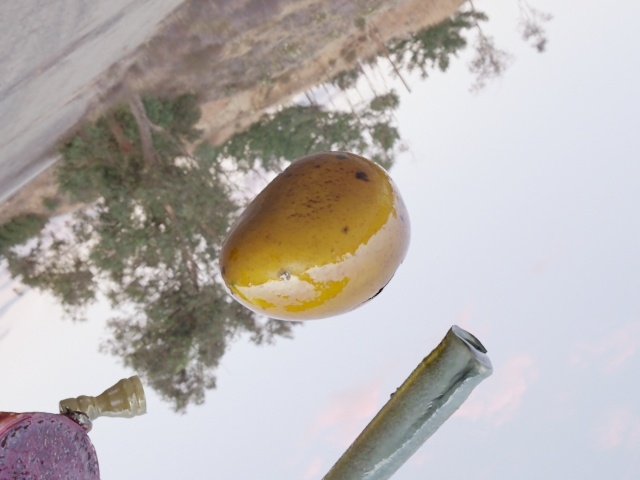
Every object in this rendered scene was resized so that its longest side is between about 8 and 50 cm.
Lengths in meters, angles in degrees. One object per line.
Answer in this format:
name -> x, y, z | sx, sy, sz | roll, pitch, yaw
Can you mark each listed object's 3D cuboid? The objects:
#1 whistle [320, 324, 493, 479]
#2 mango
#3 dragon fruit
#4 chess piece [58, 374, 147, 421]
whistle -> 0.059, 0.223, 0.725 | 0.326, 0.057, 0.068 | -53, 172, 20
mango -> 0.000, 0.000, 0.820 | 0.290, 0.191, 0.159 | -38, 156, -47
dragon fruit -> -0.221, 0.172, 0.499 | 0.068, 0.112, 0.126 | -11, -177, 31
chess piece -> -0.333, 0.253, 1.055 | 0.122, 0.066, 0.066 | -13, -172, -28
